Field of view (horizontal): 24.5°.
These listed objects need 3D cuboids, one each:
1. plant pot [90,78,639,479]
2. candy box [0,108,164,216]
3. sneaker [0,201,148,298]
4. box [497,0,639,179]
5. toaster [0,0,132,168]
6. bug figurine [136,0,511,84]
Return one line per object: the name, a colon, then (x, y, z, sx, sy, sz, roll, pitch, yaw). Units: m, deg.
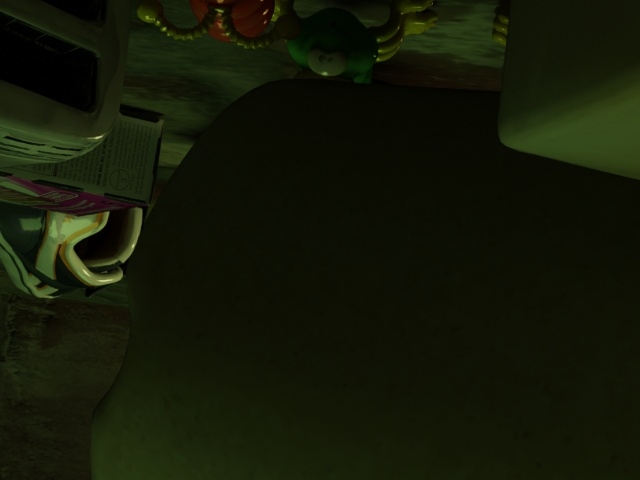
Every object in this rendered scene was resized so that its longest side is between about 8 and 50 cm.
plant pot: (0.098, 0.076, 0.545, 0.305, 0.333, 0.334, 13, 175, 23)
candy box: (-0.255, -0.074, 1.089, 0.233, 0.071, 0.159, 12, 172, -27)
sneaker: (-0.221, -0.006, 1.360, 0.127, 0.126, 0.321, 13, 171, 5)
box: (0.150, -0.094, 0.240, 0.121, 0.148, 0.311, 10, 171, -15)
toaster: (-0.185, -0.095, 0.642, 0.146, 0.129, 0.227, 0, 169, 32)
bug figurine: (0.061, -0.089, 0.642, 0.279, 0.072, 0.216, 7, 173, 6)
